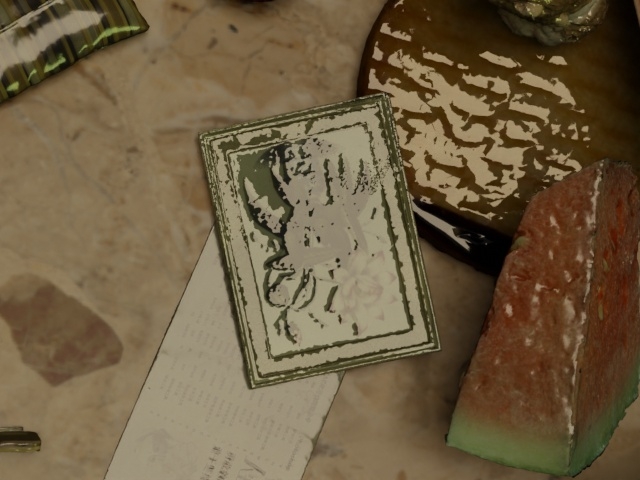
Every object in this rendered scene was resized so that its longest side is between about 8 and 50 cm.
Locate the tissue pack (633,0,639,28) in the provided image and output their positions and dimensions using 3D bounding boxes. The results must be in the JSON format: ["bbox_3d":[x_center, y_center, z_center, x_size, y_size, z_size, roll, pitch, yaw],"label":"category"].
[{"bbox_3d":[0.329,-0.204,1.266,0.170,0.071,0.325,5,70,-53],"label":"tissue pack"}]

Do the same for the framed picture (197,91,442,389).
[{"bbox_3d":[0.000,0.000,1.248,0.173,0.010,0.231,-13,85,0],"label":"framed picture"}]

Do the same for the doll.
[{"bbox_3d":[0.173,-0.229,1.200,0.105,0.221,0.115,40,105,27],"label":"doll"}]

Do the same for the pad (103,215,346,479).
[{"bbox_3d":[-0.067,0.126,1.245,0.160,0.009,0.265,24,79,-6],"label":"pad"}]

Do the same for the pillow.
[{"bbox_3d":[-0.260,-0.183,1.233,0.203,0.038,0.113,-30,89,-12],"label":"pillow"}]

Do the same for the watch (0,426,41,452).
[{"bbox_3d":[-0.357,0.088,1.163,0.269,0.102,0.164,5,80,-18],"label":"watch"}]

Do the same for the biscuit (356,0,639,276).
[{"bbox_3d":[0.187,-0.122,1.307,0.318,0.040,0.317,1,83,-10],"label":"biscuit"}]

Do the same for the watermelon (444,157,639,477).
[{"bbox_3d":[0.201,0.044,1.206,0.140,0.193,0.256,13,108,19],"label":"watermelon"}]
